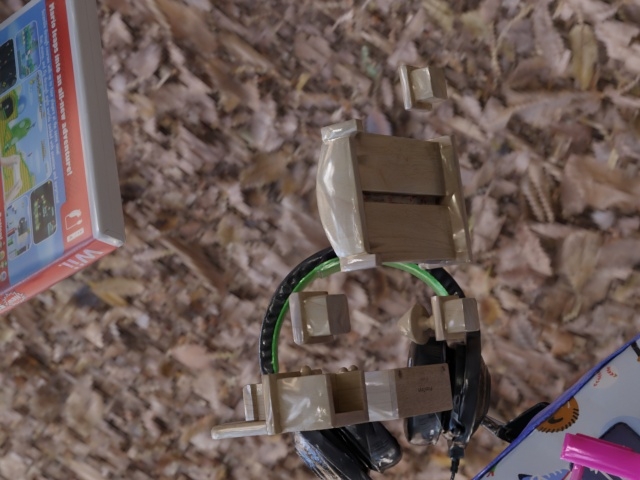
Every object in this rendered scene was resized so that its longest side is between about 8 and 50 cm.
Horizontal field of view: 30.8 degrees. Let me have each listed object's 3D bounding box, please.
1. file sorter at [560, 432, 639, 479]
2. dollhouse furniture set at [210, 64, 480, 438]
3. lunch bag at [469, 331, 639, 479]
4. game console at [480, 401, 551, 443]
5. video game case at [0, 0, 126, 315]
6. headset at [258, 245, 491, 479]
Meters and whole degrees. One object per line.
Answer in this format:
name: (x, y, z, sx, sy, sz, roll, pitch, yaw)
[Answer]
file sorter: (0.307, 0.261, 0.767, 0.291, 0.182, 0.202, 12, 173, 34)
dollhouse furniture set: (0.000, 0.000, 1.134, 0.174, 0.303, 0.355, -11, 82, 34)
lunch bag: (0.332, 0.301, 1.057, 0.385, 0.328, 0.239, 50, 169, 4)
game console: (0.263, 0.226, 1.453, 0.122, 0.071, 0.107, 29, -178, -36)
video game case: (-0.252, -0.031, 0.806, 0.285, 0.204, 0.025, -28, 150, 29)
headset: (0.082, 0.186, 1.246, 0.185, 0.243, 0.394, 91, 157, -81)
